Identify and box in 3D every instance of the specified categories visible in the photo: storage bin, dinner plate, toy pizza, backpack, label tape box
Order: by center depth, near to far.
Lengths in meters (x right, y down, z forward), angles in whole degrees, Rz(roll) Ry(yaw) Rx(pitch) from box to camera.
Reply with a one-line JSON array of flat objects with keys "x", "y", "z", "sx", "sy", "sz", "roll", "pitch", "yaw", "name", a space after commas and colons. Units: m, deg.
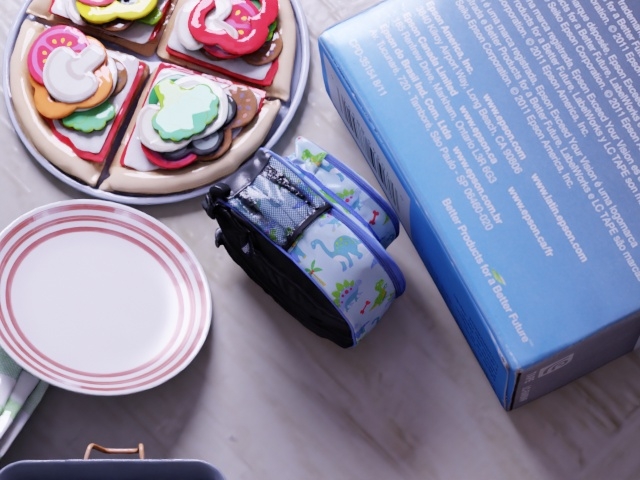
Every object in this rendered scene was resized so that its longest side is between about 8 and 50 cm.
[{"x": -0.113, "y": 0.169, "z": 1.004, "sx": 0.135, "sy": 0.091, "sz": 0.098, "roll": -1, "pitch": 70, "yaw": 4, "name": "storage bin"}, {"x": 0.000, "y": 0.000, "z": 1.047, "sx": 0.084, "sy": 0.105, "sz": 0.114, "roll": -44, "pitch": 77, "yaw": -9, "name": "backpack"}, {"x": 0.201, "y": -0.083, "z": 1.056, "sx": 0.333, "sy": 0.106, "sz": 0.241, "roll": -26, "pitch": 71, "yaw": -5, "name": "label tape box"}, {"x": -0.136, "y": 0.036, "z": 1.074, "sx": 0.141, "sy": 0.017, "sz": 0.141, "roll": 8, "pitch": 54, "yaw": -12, "name": "dinner plate"}, {"x": -0.107, "y": -0.120, "z": 1.139, "sx": 0.201, "sy": 0.032, "sz": 0.201, "roll": -2, "pitch": 70, "yaw": 5, "name": "toy pizza"}]

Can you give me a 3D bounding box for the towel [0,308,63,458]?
[{"x": -0.306, "y": 0.113, "z": 0.973, "sx": 0.247, "sy": 0.038, "sz": 0.325, "roll": 22, "pitch": 44, "yaw": 0, "name": "towel"}]
